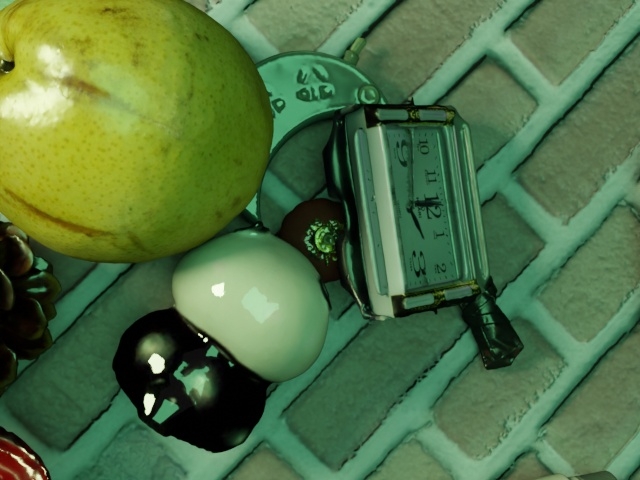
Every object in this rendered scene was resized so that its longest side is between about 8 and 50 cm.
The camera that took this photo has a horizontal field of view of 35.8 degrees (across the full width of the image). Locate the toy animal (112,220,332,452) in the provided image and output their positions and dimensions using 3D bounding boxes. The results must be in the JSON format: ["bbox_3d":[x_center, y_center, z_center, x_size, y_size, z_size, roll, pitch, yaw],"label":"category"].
[{"bbox_3d":[-0.097,0.100,1.085,0.187,0.165,0.235,38,91,-5],"label":"toy animal"}]

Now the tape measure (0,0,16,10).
[{"bbox_3d":[-0.387,-0.308,1.082,0.207,0.115,0.235,-33,94,-8],"label":"tape measure"}]

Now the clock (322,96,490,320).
[{"bbox_3d":[0.101,-0.039,1.142,0.186,0.083,0.253,-6,89,-46],"label":"clock"}]

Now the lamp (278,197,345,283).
[{"bbox_3d":[0.000,0.000,1.158,0.101,0.090,0.101,0,90,-11],"label":"lamp"}]

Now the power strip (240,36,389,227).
[{"bbox_3d":[-0.026,-0.144,1.177,0.253,0.054,0.167,-40,96,-9],"label":"power strip"}]

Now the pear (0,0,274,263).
[{"bbox_3d":[-0.206,-0.122,1.008,0.315,0.314,0.314,0,88,-11],"label":"pear"}]

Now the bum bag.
[{"bbox_3d":[0.207,0.099,1.224,0.058,0.034,0.124,-26,93,3],"label":"bum bag"}]

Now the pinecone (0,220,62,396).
[{"bbox_3d":[-0.409,0.076,0.983,0.247,0.292,0.246,4,104,17],"label":"pinecone"}]

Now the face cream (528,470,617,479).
[{"bbox_3d":[0.251,0.337,1.197,0.312,0.092,0.092,-10,90,-12],"label":"face cream"}]

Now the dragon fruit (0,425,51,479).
[{"bbox_3d":[-0.423,0.319,0.999,0.282,0.100,0.343,28,85,18],"label":"dragon fruit"}]
